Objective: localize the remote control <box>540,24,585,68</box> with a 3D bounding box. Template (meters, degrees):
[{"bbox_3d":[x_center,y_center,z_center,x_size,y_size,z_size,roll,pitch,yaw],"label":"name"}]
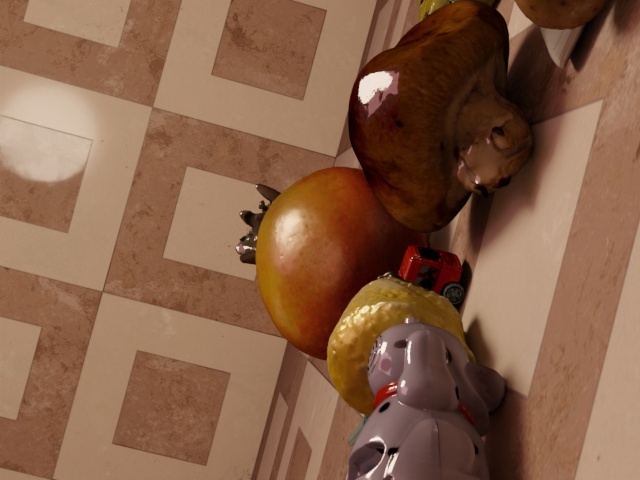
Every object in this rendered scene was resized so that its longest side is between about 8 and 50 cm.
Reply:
[{"bbox_3d":[0.299,-0.329,1.282,0.313,0.055,0.109,-84,11,-57],"label":"remote control"}]

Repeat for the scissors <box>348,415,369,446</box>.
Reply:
[{"bbox_3d":[0.095,0.294,1.716,0.256,0.030,0.125,116,169,-50],"label":"scissors"}]

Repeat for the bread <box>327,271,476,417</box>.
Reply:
[{"bbox_3d":[0.110,0.144,1.310,0.170,0.197,0.197,-64,-6,-62],"label":"bread"}]

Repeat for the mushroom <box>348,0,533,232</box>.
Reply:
[{"bbox_3d":[0.186,-0.158,1.380,0.345,0.260,0.345,-51,-28,-40],"label":"mushroom"}]

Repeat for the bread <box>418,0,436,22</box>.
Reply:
[{"bbox_3d":[0.250,-0.519,2.050,0.361,0.077,0.138,-85,13,-57],"label":"bread"}]

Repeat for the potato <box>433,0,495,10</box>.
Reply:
[{"bbox_3d":[0.256,-0.428,1.707,0.085,0.105,0.188,-58,8,-35],"label":"potato"}]

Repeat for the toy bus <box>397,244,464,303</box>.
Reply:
[{"bbox_3d":[0.144,0.109,1.460,0.081,0.089,0.195,-93,19,-71],"label":"toy bus"}]

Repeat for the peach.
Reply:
[{"bbox_3d":[0.040,0.049,1.663,0.307,0.308,0.332,114,148,-55],"label":"peach"}]

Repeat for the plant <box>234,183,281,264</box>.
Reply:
[{"bbox_3d":[0.000,0.000,1.925,0.181,0.321,0.194,115,167,-51],"label":"plant"}]

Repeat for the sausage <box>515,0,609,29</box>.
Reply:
[{"bbox_3d":[0.324,-0.468,1.066,0.136,0.123,0.500,-152,78,-68],"label":"sausage"}]

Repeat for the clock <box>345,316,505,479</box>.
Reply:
[{"bbox_3d":[0.114,0.203,1.121,0.189,0.189,0.253,113,168,-53],"label":"clock"}]
